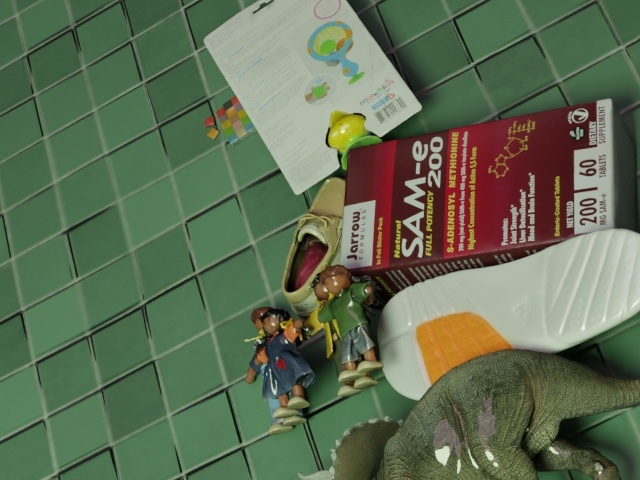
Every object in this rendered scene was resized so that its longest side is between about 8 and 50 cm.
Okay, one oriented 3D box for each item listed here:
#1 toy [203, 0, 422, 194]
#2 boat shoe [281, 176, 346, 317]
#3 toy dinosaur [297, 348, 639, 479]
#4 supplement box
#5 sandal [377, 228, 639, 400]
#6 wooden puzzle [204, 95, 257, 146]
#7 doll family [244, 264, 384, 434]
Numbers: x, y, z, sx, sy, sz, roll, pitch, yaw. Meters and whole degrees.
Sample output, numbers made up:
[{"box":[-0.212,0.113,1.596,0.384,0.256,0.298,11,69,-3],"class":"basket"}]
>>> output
[{"box":[-0.004,-0.146,1.495,0.137,0.056,0.237,-35,48,5],"class":"toy"},{"box":[0.000,0.000,1.418,0.050,0.045,0.135,1,64,29],"class":"boat shoe"},{"box":[0.120,0.156,1.196,0.313,0.121,0.160,-40,73,21],"class":"toy dinosaur"},{"box":[0.139,-0.028,1.340,0.239,0.073,0.130,-10,58,25],"class":"supplement box"},{"box":[0.164,0.067,1.268,0.265,0.076,0.102,-20,65,35],"class":"sandal"},{"box":[-0.075,-0.122,1.551,0.083,0.006,0.049,-33,53,9],"class":"wooden puzzle"},{"box":[-0.011,0.083,1.332,0.193,0.076,0.111,-30,66,33],"class":"doll family"}]
